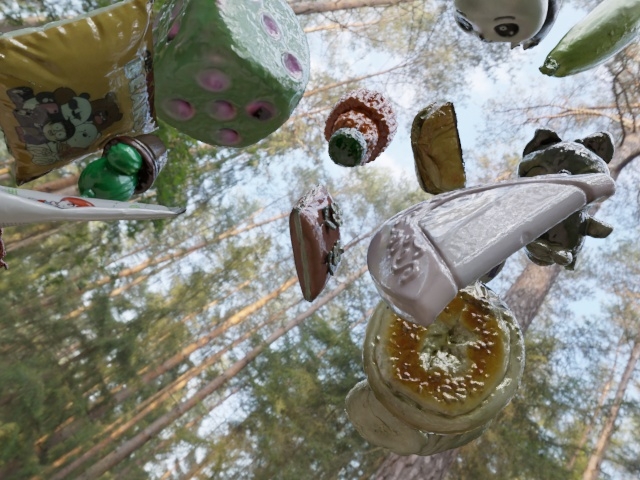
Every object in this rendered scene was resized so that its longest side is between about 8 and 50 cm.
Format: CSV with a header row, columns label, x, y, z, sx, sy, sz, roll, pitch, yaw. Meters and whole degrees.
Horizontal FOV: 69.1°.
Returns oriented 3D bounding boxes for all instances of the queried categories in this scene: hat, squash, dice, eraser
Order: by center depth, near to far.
label,x,y,z,sx,sy,sz,roll,pitch,yaw
eraser,0.113,-0.008,0.458,0.059,0.204,0.243,62,-17,-12
squash,0.625,-0.455,1.048,0.118,0.370,0.118,47,-15,17
dice,-0.237,-0.448,1.152,0.318,0.322,0.330,-23,-35,37
hat,0.135,-0.348,1.662,0.285,0.400,0.285,7,-46,7

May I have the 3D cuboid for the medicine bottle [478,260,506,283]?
label,x,y,z,sx,sy,sz,roll,pitch,yaw
medicine bottle,0.332,0.002,1.126,0.215,0.135,0.135,-123,-151,-45

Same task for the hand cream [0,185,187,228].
label,x,y,z,sx,sy,sz,roll,pitch,yaw
hand cream,-0.373,-0.048,0.685,0.121,0.336,0.076,21,-71,62

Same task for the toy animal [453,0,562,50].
label,x,y,z,sx,sy,sz,roll,pitch,yaw
toy animal,0.488,-0.636,1.227,0.251,0.310,0.251,10,-73,34

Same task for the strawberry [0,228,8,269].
label,x,y,z,sx,sy,sz,roll,pitch,yaw
strawberry,-0.643,-0.006,0.885,0.188,0.082,0.121,-52,-131,41

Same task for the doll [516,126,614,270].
label,x,y,z,sx,sy,sz,roll,pitch,yaw
doll,0.637,-0.118,1.302,0.252,0.382,0.378,15,-3,4

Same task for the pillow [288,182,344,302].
label,x,y,z,sx,sy,sz,roll,pitch,yaw
pillow,0.000,0.000,0.836,0.075,0.171,0.179,-1,-68,19

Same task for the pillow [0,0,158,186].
label,x,y,z,sx,sy,sz,roll,pitch,yaw
pillow,-0.424,-0.258,0.823,0.119,0.312,0.310,43,-33,16

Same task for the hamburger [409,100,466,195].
label,x,y,z,sx,sy,sz,roll,pitch,yaw
hamburger,0.302,-0.229,1.244,0.124,0.131,0.262,33,-34,61

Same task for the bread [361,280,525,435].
label,x,y,z,sx,sy,sz,roll,pitch,yaw
bread,0.224,0.206,0.868,0.305,0.305,0.159,31,-23,26

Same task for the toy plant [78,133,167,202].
label,x,y,z,sx,sy,sz,roll,pitch,yaw
toy plant,-0.352,-0.123,0.824,0.105,0.200,0.143,43,-52,-14

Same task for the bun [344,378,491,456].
label,x,y,z,sx,sy,sz,roll,pitch,yaw
bun,0.248,0.394,1.104,0.360,0.359,0.211,-46,-124,51
